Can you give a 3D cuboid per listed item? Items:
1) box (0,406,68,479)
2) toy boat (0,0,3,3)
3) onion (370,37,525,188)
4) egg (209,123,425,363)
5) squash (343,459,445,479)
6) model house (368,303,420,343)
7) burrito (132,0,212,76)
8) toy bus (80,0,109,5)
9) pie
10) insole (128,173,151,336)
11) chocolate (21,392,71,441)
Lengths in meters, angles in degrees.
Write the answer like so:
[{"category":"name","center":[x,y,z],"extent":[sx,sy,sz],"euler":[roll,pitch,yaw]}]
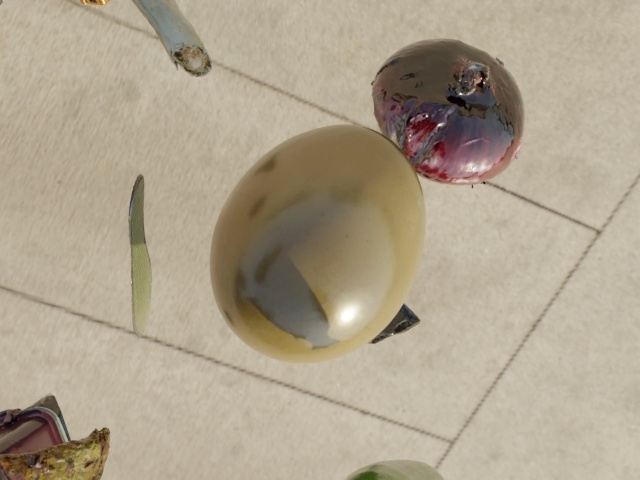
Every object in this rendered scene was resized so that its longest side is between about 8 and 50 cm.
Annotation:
[{"category":"box","center":[-0.416,0.385,1.266],"extent":[0.193,0.167,0.294],"euler":[-19,93,15]},{"category":"toy boat","center":[-0.517,-0.429,1.283],"extent":[0.141,0.092,0.319],"euler":[-29,80,30]},{"category":"onion","center":[0.242,-0.254,1.786],"extent":[0.314,0.314,0.232],"euler":[12,140,-12]},{"category":"egg","center":[0.000,0.000,1.421],"extent":[0.301,0.301,0.374],"euler":[30,75,-20]},{"category":"squash","center":[0.080,0.304,1.095],"extent":[0.107,0.395,0.107],"euler":[-2,82,17]},{"category":"model house","center":[0.104,0.186,2.114],"extent":[0.152,0.106,0.165],"euler":[-23,168,-35]},{"category":"burrito","center":[-0.248,-0.358,1.503],"extent":[0.060,0.087,0.226],"euler":[-32,86,5]},{"category":"toy bus","center":[-0.369,-0.514,1.770],"extent":[0.194,0.088,0.083],"euler":[-50,141,-27]},{"category":"pie","center":[-0.324,0.295,1.225],"extent":[0.033,0.191,0.088],"euler":[-13,85,33]},{"category":"insole","center":[-0.209,0.027,1.121],"extent":[0.005,0.086,0.253],"euler":[8,137,1]},{"category":"chocolate","center":[-0.542,0.377,1.808],"extent":[0.133,0.156,0.156],"euler":[-22,122,-21]}]
